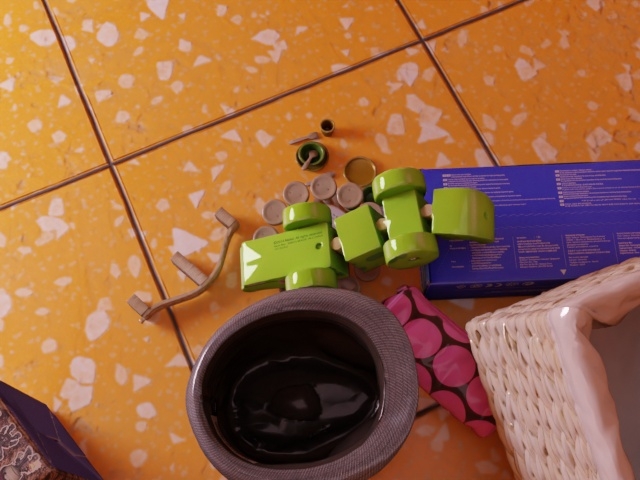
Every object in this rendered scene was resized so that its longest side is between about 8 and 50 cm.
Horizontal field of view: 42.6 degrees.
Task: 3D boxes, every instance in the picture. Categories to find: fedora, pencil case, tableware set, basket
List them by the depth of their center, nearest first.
[{"bbox_3d":[0.378,0.178,0.859,0.328,0.266,0.331,-18,86,-15],"label":"basket"},{"bbox_3d":[-0.017,0.188,0.985,0.275,0.124,0.244,-15,67,4],"label":"fedora"},{"bbox_3d":[0.154,0.143,1.022,0.209,0.095,0.098,39,109,12],"label":"pencil case"},{"bbox_3d":[0.026,-0.101,1.154,0.104,0.024,0.154,-20,69,-7],"label":"tableware set"}]

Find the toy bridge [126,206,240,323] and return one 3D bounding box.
[{"bbox_3d":[-0.174,0.042,1.099,0.063,0.026,0.188,39,74,13],"label":"toy bridge"}]

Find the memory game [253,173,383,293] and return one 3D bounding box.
[{"bbox_3d":[0.000,0.000,1.108,0.186,0.012,0.186,-1,76,6],"label":"memory game"}]

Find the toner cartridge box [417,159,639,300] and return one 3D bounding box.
[{"bbox_3d":[0.303,-0.015,1.089,0.347,0.075,0.165,-2,68,0],"label":"toner cartridge box"}]

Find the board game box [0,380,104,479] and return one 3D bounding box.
[{"bbox_3d":[-0.411,0.305,0.888,0.291,0.232,0.141,-40,74,-13],"label":"board game box"}]

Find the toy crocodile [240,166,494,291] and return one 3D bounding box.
[{"bbox_3d":[0.049,0.001,1.031,0.340,0.105,0.115,-18,66,20],"label":"toy crocodile"}]
